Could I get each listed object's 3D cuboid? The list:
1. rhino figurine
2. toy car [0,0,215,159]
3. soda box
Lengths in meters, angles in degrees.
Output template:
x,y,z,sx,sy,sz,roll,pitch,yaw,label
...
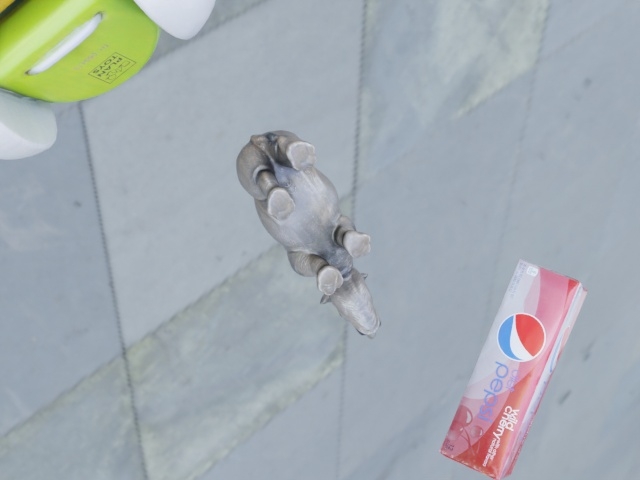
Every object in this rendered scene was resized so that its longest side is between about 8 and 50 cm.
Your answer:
x,y,z,sx,sy,sz,roll,pitch,yaw,label
0.000,0.000,1.053,0.073,0.106,0.243,-35,121,-8,rhino figurine
-0.154,-0.137,0.560,0.159,0.136,0.182,-36,153,16,toy car
0.243,0.161,1.448,0.263,0.083,0.092,-68,160,0,soda box
